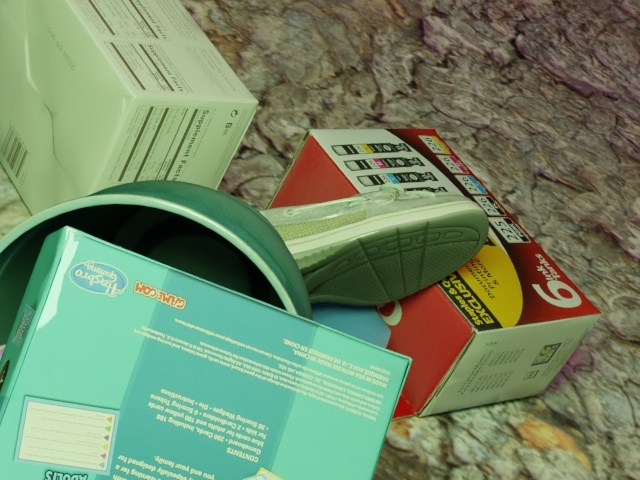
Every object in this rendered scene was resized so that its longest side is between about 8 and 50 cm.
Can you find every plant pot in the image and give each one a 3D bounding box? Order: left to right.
[{"bbox_3d":[-0.126,0.068,1.217,0.271,0.272,0.255,30,16,-1],"label":"plant pot"}]

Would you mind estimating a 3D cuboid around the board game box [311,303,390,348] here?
[{"bbox_3d":[-0.015,0.086,1.463,0.133,0.033,0.169,-20,52,-24],"label":"board game box"}]

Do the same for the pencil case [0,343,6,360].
[{"bbox_3d":[-0.205,0.169,1.062,0.088,0.086,0.206,-22,93,-36],"label":"pencil case"}]

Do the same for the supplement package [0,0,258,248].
[{"bbox_3d":[-0.214,-0.138,1.479,0.145,0.204,0.262,-1,42,-40],"label":"supplement package"}]

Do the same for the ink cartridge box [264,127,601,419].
[{"bbox_3d":[0.089,0.027,1.577,0.271,0.130,0.309,-5,45,-44],"label":"ink cartridge box"}]

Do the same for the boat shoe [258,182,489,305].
[{"bbox_3d":[-0.001,0.002,1.429,0.320,0.118,0.103,-14,54,-2],"label":"boat shoe"}]

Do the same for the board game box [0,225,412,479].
[{"bbox_3d":[-0.112,0.193,0.982,0.253,0.336,0.079,22,-12,-18],"label":"board game box"}]
